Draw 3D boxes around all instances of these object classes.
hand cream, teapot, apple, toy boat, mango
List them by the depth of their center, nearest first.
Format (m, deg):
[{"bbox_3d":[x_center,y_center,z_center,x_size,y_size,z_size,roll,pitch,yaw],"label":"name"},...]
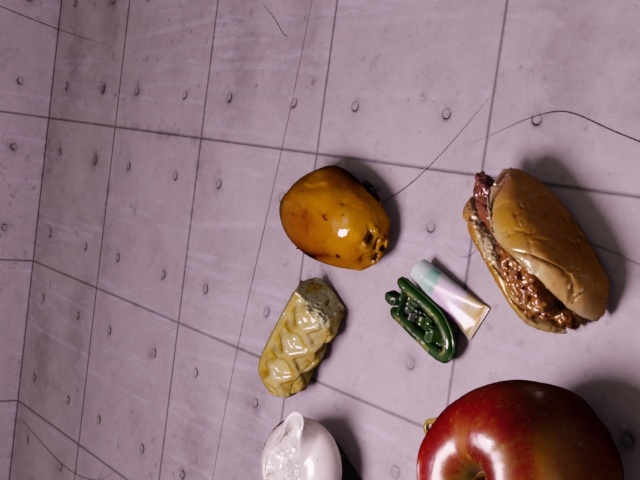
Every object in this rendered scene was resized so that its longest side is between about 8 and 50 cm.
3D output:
[{"bbox_3d":[0.309,0.357,1.532,0.288,0.316,0.288,1,91,51],"label":"apple"},{"bbox_3d":[0.243,0.104,1.851,0.174,0.047,0.076,45,121,32],"label":"hand cream"},{"bbox_3d":[0.199,0.157,1.885,0.210,0.052,0.104,47,134,42],"label":"toy boat"},{"bbox_3d":[-0.057,0.489,2.019,0.208,0.165,0.300,35,103,34],"label":"teapot"},{"bbox_3d":[0.030,-0.044,2.035,0.287,0.152,0.201,29,117,50],"label":"mango"}]

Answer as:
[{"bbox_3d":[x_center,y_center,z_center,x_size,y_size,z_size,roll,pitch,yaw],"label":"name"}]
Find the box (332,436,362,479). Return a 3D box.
[{"bbox_3d":[-0.021,0.613,2.120,0.211,0.058,0.350,54,127,40],"label":"box"}]

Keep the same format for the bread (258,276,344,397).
[{"bbox_3d":[-0.049,0.223,2.131,0.152,0.129,0.268,-81,16,-62],"label":"bread"}]

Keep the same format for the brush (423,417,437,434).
[{"bbox_3d":[0.268,0.336,1.821,0.218,0.010,0.083,-23,70,48],"label":"brush"}]

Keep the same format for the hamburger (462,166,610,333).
[{"bbox_3d":[0.351,0.022,1.630,0.282,0.245,0.155,40,122,-7],"label":"hamburger"}]
